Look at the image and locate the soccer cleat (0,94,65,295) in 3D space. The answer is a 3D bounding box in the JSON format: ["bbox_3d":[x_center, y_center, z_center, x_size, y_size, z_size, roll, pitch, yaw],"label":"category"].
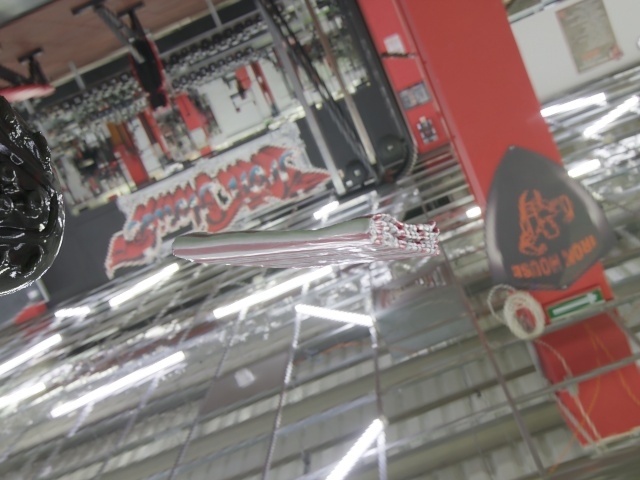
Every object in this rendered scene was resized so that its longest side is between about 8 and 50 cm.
[{"bbox_3d":[-0.236,-0.033,0.226,0.116,0.108,0.318,-22,157,36],"label":"soccer cleat"}]

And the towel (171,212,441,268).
[{"bbox_3d":[0.000,0.000,0.565,0.144,0.029,0.197,-7,174,22],"label":"towel"}]
